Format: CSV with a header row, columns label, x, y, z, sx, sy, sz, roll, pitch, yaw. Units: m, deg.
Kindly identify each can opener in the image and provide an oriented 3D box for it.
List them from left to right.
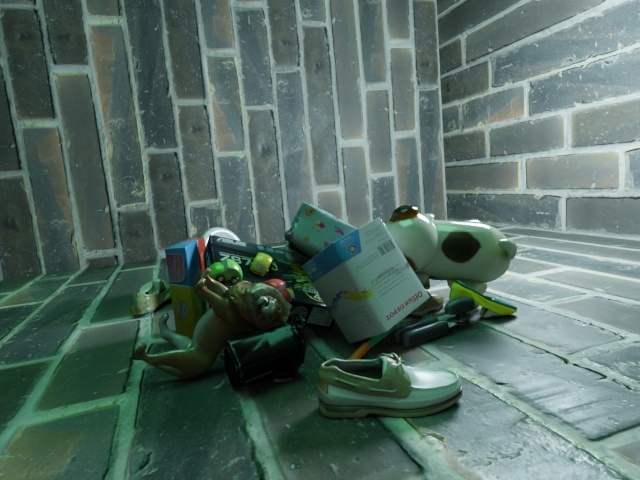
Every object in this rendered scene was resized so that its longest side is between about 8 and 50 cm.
label,x,y,z,sx,sy,sz,roll,pitch,yaw
can opener,0.332,0.234,1.289,0.280,0.093,0.074,-15,10,-28

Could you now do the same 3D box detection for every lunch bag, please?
label,x,y,z,sx,sy,sz,roll,pitch,yaw
lunch bag,0.000,0.000,1.539,0.223,0.160,0.262,28,-13,2

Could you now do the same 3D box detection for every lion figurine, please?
label,x,y,z,sx,sy,sz,roll,pitch,yaw
lion figurine,-0.279,0.236,1.148,0.392,0.240,0.142,-45,13,6

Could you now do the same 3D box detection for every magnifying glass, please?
label,x,y,z,sx,sy,sz,roll,pitch,yaw
magnifying glass,0.136,0.279,1.211,0.092,0.026,0.230,-35,-7,36

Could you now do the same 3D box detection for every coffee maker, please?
label,x,y,z,sx,sy,sz,roll,pitch,yaw
coffee maker,-0.136,0.262,1.070,0.178,0.172,0.120,-12,27,-31

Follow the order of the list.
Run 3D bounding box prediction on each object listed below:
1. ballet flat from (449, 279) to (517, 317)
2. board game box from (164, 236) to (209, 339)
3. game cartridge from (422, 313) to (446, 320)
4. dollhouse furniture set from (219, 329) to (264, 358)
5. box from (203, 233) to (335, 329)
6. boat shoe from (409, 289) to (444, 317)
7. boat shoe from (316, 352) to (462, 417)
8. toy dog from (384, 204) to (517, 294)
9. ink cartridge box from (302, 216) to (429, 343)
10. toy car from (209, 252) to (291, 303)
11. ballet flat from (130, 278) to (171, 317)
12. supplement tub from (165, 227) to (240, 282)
label,x,y,z,sx,sy,sz,roll,pitch,yaw
ballet flat,0.502,0.198,1.388,0.230,0.077,0.077,24,3,-11
board game box,-0.418,0.160,1.445,0.064,0.317,0.242,-5,9,0
game cartridge,0.364,0.248,1.405,0.083,0.017,0.056,-4,12,12
dollhouse furniture set,-0.204,0.233,1.376,0.197,0.152,0.301,-5,8,0
box,-0.163,0.130,1.416,0.394,0.097,0.318,14,22,-24
boat shoe,0.364,0.204,1.506,0.068,0.072,0.189,1,10,40
boat shoe,0.143,0.292,0.914,0.301,0.104,0.113,-5,8,-3
toy dog,0.378,0.042,1.451,0.407,0.285,0.395,11,-1,-16
ink cartridge box,0.126,0.118,1.263,0.198,0.270,0.197,-27,-7,-35
toy car,-0.206,0.091,1.263,0.224,0.053,0.239,11,26,-30
ballet flat,-0.709,0.226,1.897,0.123,0.124,0.348,-5,8,2
supplement tub,-0.517,0.102,1.978,0.331,0.241,0.241,-24,-6,39
